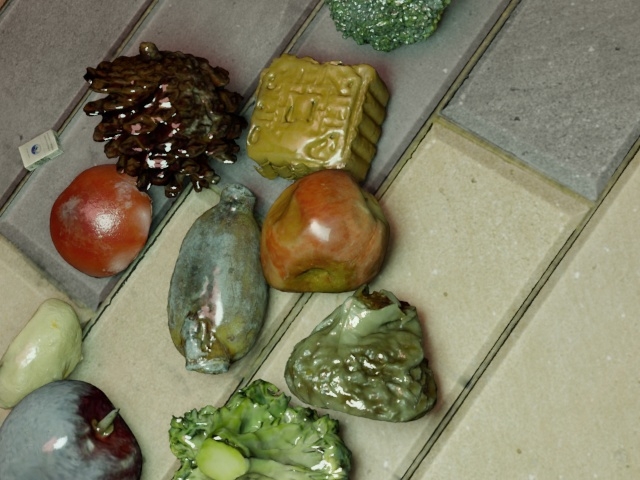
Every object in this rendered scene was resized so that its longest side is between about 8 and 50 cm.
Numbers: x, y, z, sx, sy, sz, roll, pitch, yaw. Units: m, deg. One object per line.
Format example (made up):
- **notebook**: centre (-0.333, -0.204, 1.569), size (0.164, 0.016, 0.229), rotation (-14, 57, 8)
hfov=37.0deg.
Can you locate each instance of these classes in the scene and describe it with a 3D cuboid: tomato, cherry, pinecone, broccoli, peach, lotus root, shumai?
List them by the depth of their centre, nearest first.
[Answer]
- **broccoli**: centre (-0.113, 0.356, 1.531), size (0.288, 0.245, 0.247), rotation (-29, 81, 18)
- **shumai**: centre (0.074, 0.178, 1.553), size (0.256, 0.189, 0.218), rotation (12, 80, 16)
- **peach**: centre (0.000, 0.000, 1.630), size (0.236, 0.214, 0.214), rotation (-36, 65, 23)
- **cherry**: centre (-0.438, 0.375, 1.645), size (0.296, 0.218, 0.255), rotation (-39, 90, 10)
- **lotus root**: centre (-0.175, 0.070, 1.690), size (0.175, 0.175, 0.349), rotation (3, 71, 20)
- **broccoli**: centre (0.138, -0.487, 1.726), size (0.263, 0.247, 0.243), rotation (-31, 22, 47)
- **pinecone**: centre (-0.281, -0.219, 1.747), size (0.242, 0.298, 0.295), rotation (-16, 105, 43)
- **tomato**: centre (-0.428, -0.038, 1.806), size (0.199, 0.112, 0.227), rotation (25, 98, 29)

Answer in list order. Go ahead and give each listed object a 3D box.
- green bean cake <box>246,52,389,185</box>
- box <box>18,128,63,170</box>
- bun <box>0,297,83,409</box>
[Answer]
- **green bean cake**: centre (-0.009, -0.217, 1.729), size (0.224, 0.131, 0.229), rotation (10, 77, 23)
- **box**: centre (-0.577, -0.187, 1.972), size (0.083, 0.024, 0.054), rotation (-27, 69, 8)
- **bun**: centre (-0.511, 0.219, 1.758), size (0.128, 0.222, 0.222), rotation (30, 84, -10)
